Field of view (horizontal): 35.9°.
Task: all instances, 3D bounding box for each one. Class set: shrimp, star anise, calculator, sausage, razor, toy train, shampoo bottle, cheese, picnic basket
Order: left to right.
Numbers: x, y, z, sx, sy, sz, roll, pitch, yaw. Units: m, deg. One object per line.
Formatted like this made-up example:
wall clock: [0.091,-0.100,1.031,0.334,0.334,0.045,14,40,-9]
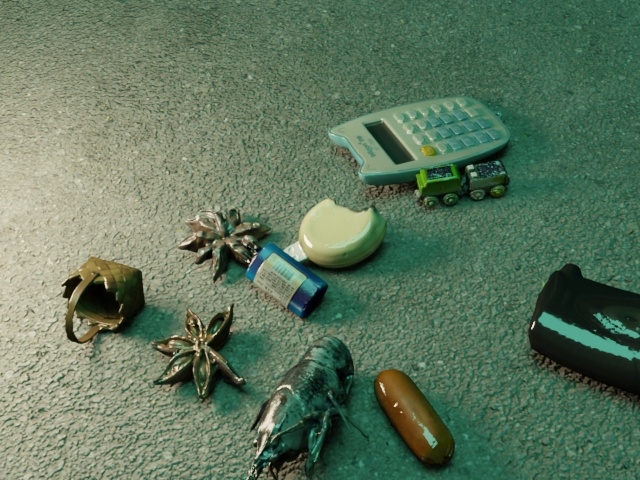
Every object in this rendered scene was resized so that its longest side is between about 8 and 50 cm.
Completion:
picnic basket: [-0.435,0.119,1.892,0.138,0.128,0.178,13,40,20]
star anise: [-0.228,0.210,1.834,0.172,0.063,0.208,-14,50,-1]
star anise: [-0.190,-0.002,2.026,0.195,0.065,0.182,-17,52,-21]
shampoo bottle: [-0.078,0.069,1.928,0.183,0.050,0.087,36,88,21]
shrimp: [-0.017,0.305,1.656,0.172,0.137,0.372,-1,43,29]
cheese: [0.008,0.015,1.979,0.163,0.070,0.249,35,71,32]
sausage: [0.159,0.302,1.690,0.076,0.076,0.197,-24,50,-15]
calculator: [0.230,-0.228,2.185,0.386,0.054,0.256,-18,41,-13]
toy train: [0.298,-0.122,2.070,0.202,0.081,0.060,-10,46,-3]
razor: [0.546,0.169,1.742,0.349,0.113,0.204,18,50,25]
